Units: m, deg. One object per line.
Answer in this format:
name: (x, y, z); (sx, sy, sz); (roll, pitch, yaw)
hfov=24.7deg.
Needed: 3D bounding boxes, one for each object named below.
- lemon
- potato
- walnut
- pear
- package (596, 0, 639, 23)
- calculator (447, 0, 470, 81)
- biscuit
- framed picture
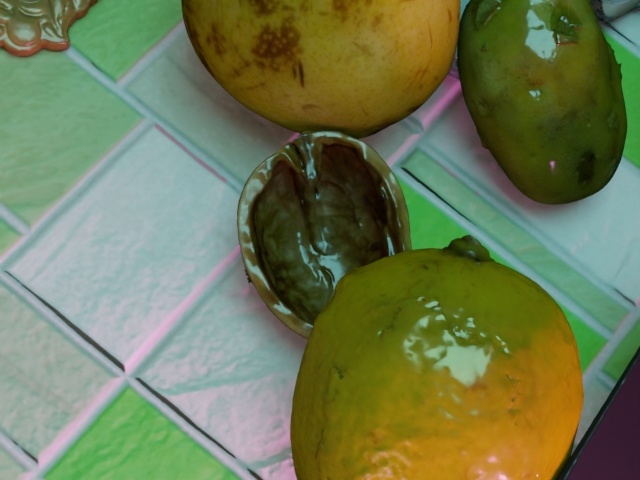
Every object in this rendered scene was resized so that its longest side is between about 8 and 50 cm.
lemon: (0.098, 0.147, 1.279); (0.260, 0.260, 0.284); (36, 91, 6)
potato: (0.226, -0.162, 1.496); (0.149, 0.186, 0.253); (-8, 98, 24)
walnut: (0.000, 0.002, 1.419); (0.167, 0.087, 0.211); (-11, 88, -12)
pear: (0.002, -0.232, 1.436); (0.281, 0.280, 0.280); (4, 65, -10)
package: (0.348, -0.348, 1.667); (0.194, 0.071, 0.269); (16, 52, -30)
calculator: (0.193, -0.300, 1.627); (0.184, 0.042, 0.295); (23, 65, -1)
biscuit: (-0.321, -0.256, 1.511); (0.250, 0.035, 0.162); (-28, 70, -20)
framed picture: (0.345, 0.177, 1.363); (0.338, 0.014, 0.255); (-53, 128, -26)
